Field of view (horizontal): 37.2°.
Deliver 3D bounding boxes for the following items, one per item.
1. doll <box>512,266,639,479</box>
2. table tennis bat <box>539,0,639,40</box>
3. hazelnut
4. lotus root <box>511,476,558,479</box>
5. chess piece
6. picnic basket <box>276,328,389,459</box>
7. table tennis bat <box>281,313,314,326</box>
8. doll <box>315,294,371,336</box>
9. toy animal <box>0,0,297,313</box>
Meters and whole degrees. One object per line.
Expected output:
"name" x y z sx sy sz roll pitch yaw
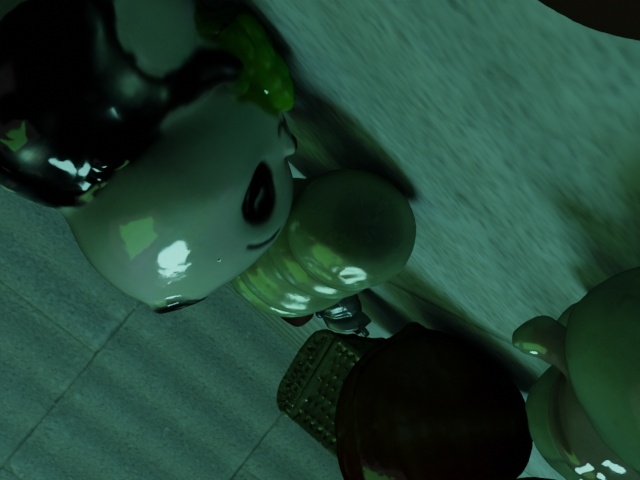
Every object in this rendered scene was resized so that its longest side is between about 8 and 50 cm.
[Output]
"doll" 0.181 0.085 0.493 0.155 0.113 0.275 42 172 5
"table tennis bat" 0.051 -0.136 0.270 0.220 0.019 0.130 45 170 -35
"hazelnut" 0.119 0.198 1.036 0.229 0.229 0.229 39 170 8
"lotus root" 0.242 0.306 0.859 0.210 0.142 0.314 21 157 9
"chess piece" 0.000 0.000 0.798 0.133 0.133 0.243 42 166 -10
"picnic basket" 0.061 0.200 1.257 0.154 0.134 0.196 37 -167 32
"table tennis bat" -0.093 -0.017 1.156 0.268 0.051 0.415 53 167 10
"doll" 0.000 0.057 1.222 0.194 0.062 0.104 45 148 30
"toy animal" -0.122 -0.086 0.658 0.266 0.213 0.212 40 171 -27
